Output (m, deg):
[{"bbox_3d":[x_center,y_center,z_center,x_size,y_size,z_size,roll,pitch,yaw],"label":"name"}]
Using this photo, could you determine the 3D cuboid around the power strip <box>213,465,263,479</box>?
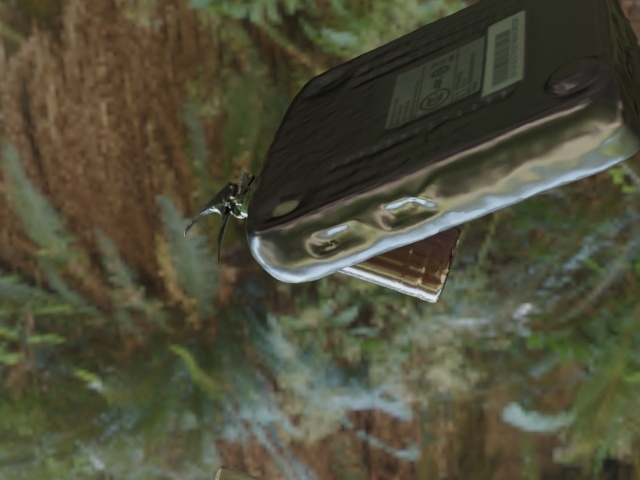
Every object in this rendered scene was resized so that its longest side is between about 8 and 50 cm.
[{"bbox_3d":[-0.105,0.321,1.625,0.056,0.032,0.123,19,-125,-6],"label":"power strip"}]

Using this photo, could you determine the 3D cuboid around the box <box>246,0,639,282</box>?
[{"bbox_3d":[0.037,-0.041,0.446,0.125,0.027,0.126,-21,-155,18],"label":"box"}]

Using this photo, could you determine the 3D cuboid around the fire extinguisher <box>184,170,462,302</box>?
[{"bbox_3d":[0.000,0.000,1.237,0.231,0.099,0.071,16,168,5],"label":"fire extinguisher"}]
